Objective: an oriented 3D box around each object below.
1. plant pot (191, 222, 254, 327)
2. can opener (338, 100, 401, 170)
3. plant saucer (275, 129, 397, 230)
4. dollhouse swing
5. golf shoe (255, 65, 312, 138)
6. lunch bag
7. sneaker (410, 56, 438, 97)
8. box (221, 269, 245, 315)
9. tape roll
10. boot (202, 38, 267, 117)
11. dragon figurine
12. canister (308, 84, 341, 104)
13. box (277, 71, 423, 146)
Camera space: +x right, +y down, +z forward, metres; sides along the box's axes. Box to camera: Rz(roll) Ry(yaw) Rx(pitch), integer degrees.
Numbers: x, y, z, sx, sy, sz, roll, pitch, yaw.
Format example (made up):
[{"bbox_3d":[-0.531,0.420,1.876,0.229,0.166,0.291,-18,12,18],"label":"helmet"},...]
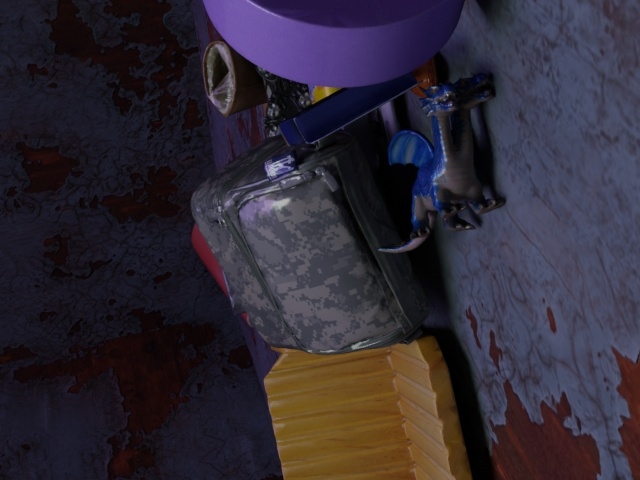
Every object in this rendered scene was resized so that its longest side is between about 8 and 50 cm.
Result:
[{"bbox_3d":[-0.119,0.046,2.087,0.243,0.274,0.275,60,162,28],"label":"plant pot"},{"bbox_3d":[0.053,-0.230,1.272,0.076,0.095,0.284,-136,28,-69],"label":"can opener"},{"bbox_3d":[0.030,-0.056,1.515,0.317,0.043,0.318,45,151,35],"label":"plant saucer"},{"bbox_3d":[0.059,0.298,1.383,0.305,0.315,0.347,-11,-91,-81],"label":"dollhouse swing"},{"bbox_3d":[-0.049,-0.246,1.669,0.120,0.105,0.273,30,-133,-78],"label":"golf shoe"},{"bbox_3d":[0.000,0.000,1.289,0.256,0.212,0.305,-1,121,52],"label":"lunch bag"},{"bbox_3d":[0.097,-0.210,1.156,0.175,0.067,0.064,-128,30,-63],"label":"sneaker"},{"bbox_3d":[-0.090,0.038,1.930,0.056,0.231,0.183,99,157,-65],"label":"box"},{"bbox_3d":[0.016,-0.288,0.938,0.090,0.274,0.275,96,158,-62],"label":"tape roll"},{"bbox_3d":[-0.121,-0.261,1.768,0.269,0.089,0.236,-31,-66,-63],"label":"boot"},{"bbox_3d":[0.130,-0.082,1.072,0.289,0.085,0.144,125,134,-69],"label":"dragon figurine"},{"bbox_3d":[0.015,-0.275,1.470,0.126,0.073,0.170,-176,74,-76],"label":"canister"},{"bbox_3d":[0.028,-0.152,1.054,0.037,0.136,0.225,61,175,-9],"label":"box"}]
